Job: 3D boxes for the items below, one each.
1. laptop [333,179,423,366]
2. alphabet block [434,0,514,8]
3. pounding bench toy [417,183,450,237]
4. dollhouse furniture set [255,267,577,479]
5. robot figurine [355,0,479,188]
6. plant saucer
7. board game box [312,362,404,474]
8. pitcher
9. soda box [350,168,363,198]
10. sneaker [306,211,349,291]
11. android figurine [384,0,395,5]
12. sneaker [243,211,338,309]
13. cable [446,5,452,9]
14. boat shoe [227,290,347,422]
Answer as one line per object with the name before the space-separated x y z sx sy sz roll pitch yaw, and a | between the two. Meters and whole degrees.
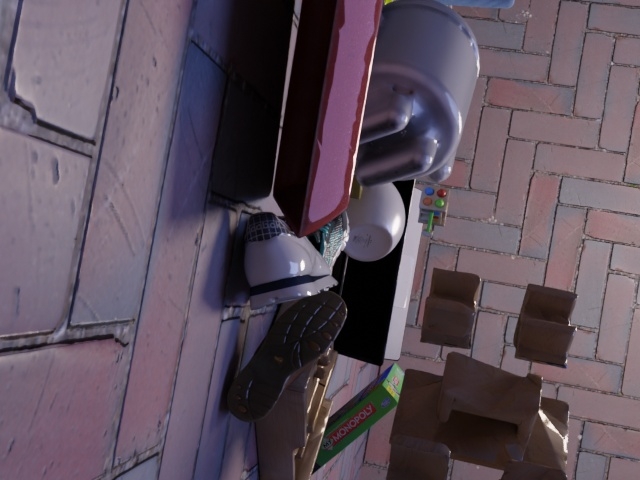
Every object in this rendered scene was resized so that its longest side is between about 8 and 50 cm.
laptop | 0.166 0.051 1.561 0.408 0.236 0.382 18 81 -51
alphabet block | 0.233 -0.512 1.278 0.193 0.192 0.197 79 18 -71
pounding bench toy | 0.212 -0.055 1.512 0.065 0.052 0.083 81 22 -61
dollhouse furniture set | 0.123 0.246 1.079 0.362 0.394 0.256 -69 166 -45
robot figurine | 0.125 -0.229 1.187 0.300 0.200 0.353 59 35 -29
plant saucer | 0.004 -0.148 0.782 0.259 0.048 0.258 -124 -138 -76
board game box | 0.061 0.326 1.477 0.213 0.046 0.317 -41 172 5
pitcher | 0.075 -0.044 1.371 0.207 0.125 0.177 -87 -174 -49
soda box | 0.052 -0.148 1.275 0.181 0.061 0.058 -71 167 -45
sneaker | 0.000 0.000 1.132 0.076 0.065 0.166 76 24 -58
android figurine | 0.113 -0.478 1.333 0.248 0.056 0.273 88 13 -51
sneaker | -0.037 0.018 0.885 0.235 0.090 0.094 40 34 -88
cable | 0.179 -0.365 1.567 0.257 0.089 0.257 114 -12 -60
boat shoe | -0.042 0.127 0.902 0.178 0.064 0.060 -48 -178 -17
